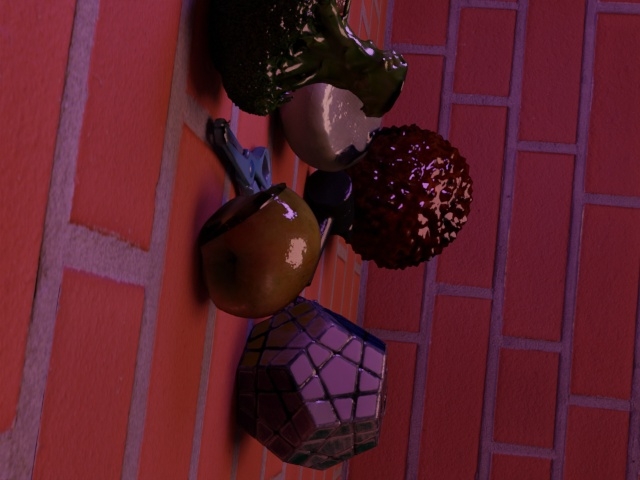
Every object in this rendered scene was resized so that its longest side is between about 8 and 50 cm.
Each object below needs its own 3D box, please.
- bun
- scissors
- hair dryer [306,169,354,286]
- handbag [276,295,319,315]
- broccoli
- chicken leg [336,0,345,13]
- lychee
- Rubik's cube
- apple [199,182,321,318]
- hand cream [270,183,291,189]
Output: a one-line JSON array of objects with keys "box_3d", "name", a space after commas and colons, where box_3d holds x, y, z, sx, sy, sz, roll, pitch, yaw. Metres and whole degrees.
[{"box_3d": [0.003, -0.281, 1.760, 0.283, 0.179, 0.283, -25, 121, -52], "name": "bun"}, {"box_3d": [-0.124, -0.109, 1.437, 0.393, 0.032, 0.180, 63, 26, -74], "name": "scissors"}, {"box_3d": [0.000, 0.000, 2.174, 0.244, 0.116, 0.302, 77, 31, -63], "name": "hair dryer"}, {"box_3d": [-0.038, 0.247, 1.918, 0.208, 0.127, 0.228, 66, 22, -71], "name": "handbag"}, {"box_3d": [-0.016, -0.301, 1.238, 0.297, 0.297, 0.297, -57, -164, 28], "name": "broccoli"}, {"box_3d": [0.023, -0.567, 2.056, 0.198, 0.069, 0.085, -60, 153, -54], "name": "chicken leg"}, {"box_3d": [0.244, -0.150, 2.562, 0.424, 0.425, 0.499, 80, 26, -60], "name": "lychee"}, {"box_3d": [-0.010, 0.273, 1.643, 0.264, 0.319, 0.319, -59, 172, 4], "name": "Rubik's cube"}, {"box_3d": [-0.084, 0.013, 1.313, 0.188, 0.174, 0.207, -27, 137, -59], "name": "apple"}, {"box_3d": [-0.097, -0.012, 1.635, 0.078, 0.050, 0.204, 51, 43, -49], "name": "hand cream"}]
